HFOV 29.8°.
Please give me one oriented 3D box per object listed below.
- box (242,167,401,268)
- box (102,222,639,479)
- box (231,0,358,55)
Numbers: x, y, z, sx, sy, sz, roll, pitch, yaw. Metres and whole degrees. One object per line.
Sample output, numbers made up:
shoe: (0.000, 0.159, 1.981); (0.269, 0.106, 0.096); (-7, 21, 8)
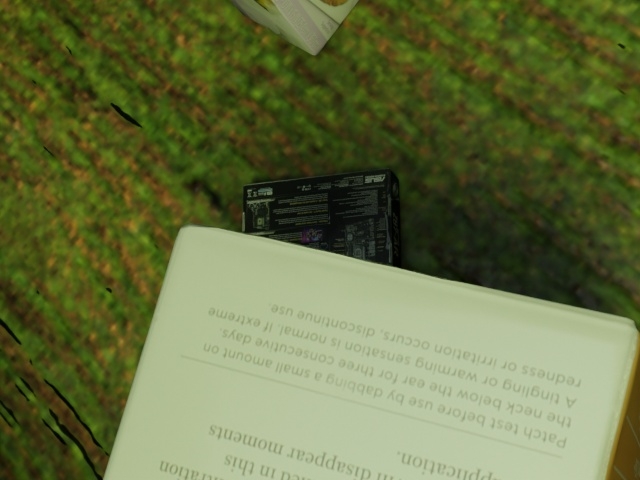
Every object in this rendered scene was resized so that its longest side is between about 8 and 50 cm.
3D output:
box: (0.000, 0.000, 0.631); (0.083, 0.018, 0.067); (-6, 73, 18)
box: (0.008, 0.197, 0.462); (0.168, 0.215, 0.345); (13, 80, 20)
box: (-0.061, -0.189, 0.541); (0.063, 0.324, 0.067); (33, 85, 28)
